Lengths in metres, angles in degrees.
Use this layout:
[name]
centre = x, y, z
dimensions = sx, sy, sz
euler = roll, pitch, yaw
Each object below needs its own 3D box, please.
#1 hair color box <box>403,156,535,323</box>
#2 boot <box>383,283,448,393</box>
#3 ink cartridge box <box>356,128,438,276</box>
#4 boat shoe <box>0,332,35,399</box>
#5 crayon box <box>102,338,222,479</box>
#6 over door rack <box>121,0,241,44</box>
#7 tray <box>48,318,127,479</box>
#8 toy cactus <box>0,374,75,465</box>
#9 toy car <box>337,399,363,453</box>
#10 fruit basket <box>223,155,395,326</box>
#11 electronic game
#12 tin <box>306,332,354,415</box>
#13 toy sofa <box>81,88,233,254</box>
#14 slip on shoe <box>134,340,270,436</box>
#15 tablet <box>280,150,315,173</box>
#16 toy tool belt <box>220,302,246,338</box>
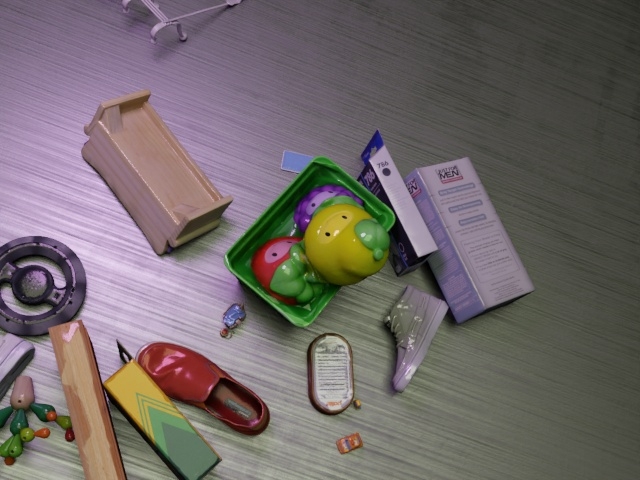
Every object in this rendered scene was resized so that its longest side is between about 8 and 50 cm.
[hair color box]
centre = 0.349, -0.006, 1.993
dimensions = 0.185, 0.113, 0.374
euler = -15, 75, -35
[boot]
centre = 0.198, 0.227, 1.925
dimensions = 0.123, 0.095, 0.258
euler = 28, 59, 5
[ink cartridge box]
centre = 0.164, -0.089, 1.978
dimensions = 0.065, 0.165, 0.333
euler = -20, 76, -18
[boat shoe]
centre = -0.702, 0.296, 1.716
dimensions = 0.075, 0.083, 0.226
euler = 29, 56, 11
[crayon box]
centre = -0.346, 0.368, 1.691
dimensions = 0.083, 0.203, 0.323
euler = -40, 83, -21
[over door rack]
centre = -0.383, -0.646, 2.096
dimensions = 0.239, 0.108, 0.324
euler = 47, 54, 6
[tray]
centre = -0.459, 0.382, 1.657
dimensions = 0.076, 0.203, 0.411
euler = -16, 77, -16
[toy cactus]
centre = -0.616, 0.371, 1.696
dimensions = 0.219, 0.112, 0.180
euler = -14, 51, 2
[toy car]
centre = 0.067, 0.420, 1.848
dimensions = 0.060, 0.040, 0.122
euler = 0, 72, -12
[fruit basket]
centre = 0.000, 0.000, 1.807
dimensions = 0.283, 0.392, 0.392
euler = 40, 68, 3
[electronic game]
centre = -0.637, 0.099, 1.804
dimensions = 0.229, 0.048, 0.229
euler = 3, 72, -10
[tin]
centre = 0.023, 0.307, 1.882
dimensions = 0.106, 0.040, 0.190
euler = -1, 72, -8
[toy sofa]
centre = -0.389, -0.159, 1.911
dimensions = 0.362, 0.177, 0.150
euler = 51, 45, 8
[slip on shoe]
centre = -0.254, 0.318, 1.783
dimensions = 0.331, 0.101, 0.123
euler = 31, 70, 1
[tablet]
centre = -0.056, -0.195, 2.052
dimensions = 0.083, 0.006, 0.054
euler = 12, 69, -9
[toy tool belt]
centre = -0.202, 0.181, 1.867
dimensions = 0.052, 0.051, 0.083
euler = 34, 68, 1
